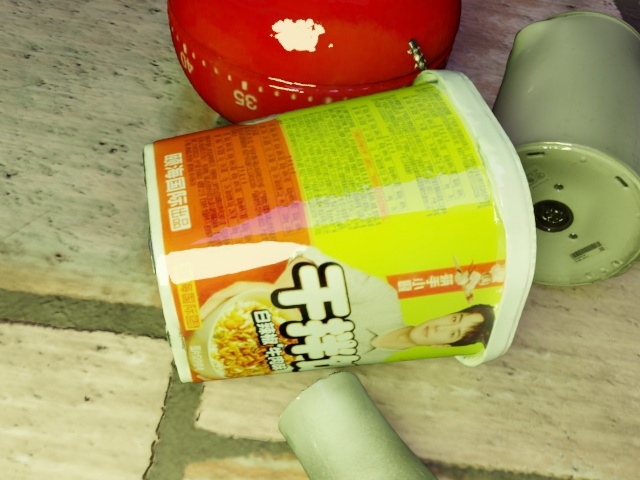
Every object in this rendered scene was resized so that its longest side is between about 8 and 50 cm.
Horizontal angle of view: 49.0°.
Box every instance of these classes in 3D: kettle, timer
[{"bbox_3d":[0.329,-0.114,0.864,0.265,0.205,0.318,18,46,8],"label":"kettle"},{"bbox_3d":[-0.008,-0.306,0.916,0.378,0.279,0.378,4,51,-5],"label":"timer"}]

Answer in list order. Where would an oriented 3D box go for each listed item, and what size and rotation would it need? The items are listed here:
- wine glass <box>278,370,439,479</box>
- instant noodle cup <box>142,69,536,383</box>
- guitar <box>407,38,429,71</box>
[{"bbox_3d":[0.055,0.224,0.583,0.103,0.103,0.231,-20,54,-25],"label":"wine glass"},{"bbox_3d":[0.000,0.000,0.678,0.307,0.294,0.294,-10,52,-9],"label":"instant noodle cup"},{"bbox_3d":[0.136,-0.123,0.828,0.025,0.233,0.088,-8,29,26],"label":"guitar"}]
